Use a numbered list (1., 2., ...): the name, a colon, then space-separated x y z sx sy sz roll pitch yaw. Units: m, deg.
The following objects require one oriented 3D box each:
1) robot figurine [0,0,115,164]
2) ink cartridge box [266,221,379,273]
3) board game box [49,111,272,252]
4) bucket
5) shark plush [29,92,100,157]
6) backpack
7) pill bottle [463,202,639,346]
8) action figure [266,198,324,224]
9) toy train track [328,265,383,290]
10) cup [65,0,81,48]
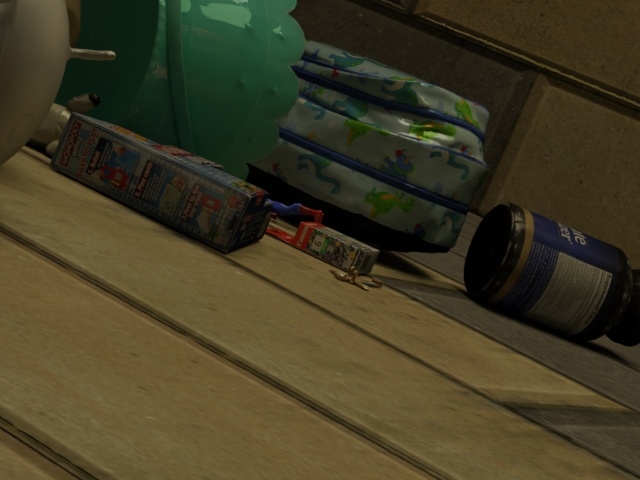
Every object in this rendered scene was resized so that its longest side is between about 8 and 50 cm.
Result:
1. robot figurine: -0.318 -0.154 1.138 0.353 0.199 0.300 19 -21 -37
2. ink cartridge box: 0.000 0.000 1.784 0.115 0.029 0.063 25 7 14
3. board game box: -0.147 -0.059 1.609 0.194 0.060 0.194 25 6 5
4. bucket: -0.169 -0.197 1.795 0.183 0.281 0.281 10 14 -42
5. shark plush: -0.279 -0.103 1.685 0.161 0.073 0.067 4 -19 15
6. backpack: 0.038 -0.114 2.052 0.290 0.273 0.355 27 15 -42
7. pill bottle: 0.291 0.047 2.018 0.219 0.122 0.123 21 7 -17
8. action figure: -0.055 -0.038 1.909 0.115 0.030 0.038 19 0 9
9. toy train track: 0.040 0.036 1.699 0.048 0.014 0.083 27 7 31
10. cup: -0.335 -0.226 1.414 0.237 0.331 0.331 54 16 16
